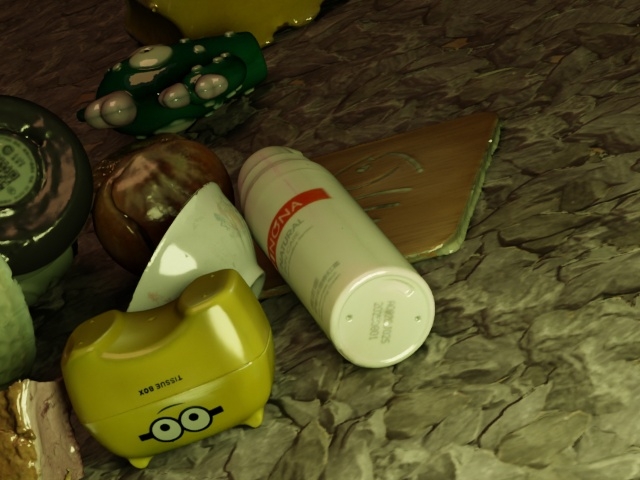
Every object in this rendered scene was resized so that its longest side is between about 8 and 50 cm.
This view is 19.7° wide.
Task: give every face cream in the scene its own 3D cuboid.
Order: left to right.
[{"bbox_3d":[0.000,0.000,1.705,0.102,0.102,0.345,-28,29,-7],"label":"face cream"}]

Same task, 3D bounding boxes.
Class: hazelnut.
[{"bbox_3d":[-0.165,-0.037,1.930,0.154,0.143,0.143,-33,25,-9],"label":"hazelnut"}]

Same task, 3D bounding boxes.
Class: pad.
[{"bbox_3d":[0.034,-0.034,1.875,0.286,0.018,0.284,-13,27,24],"label":"pad"}]

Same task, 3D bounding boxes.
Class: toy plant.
[{"bbox_3d":[-0.189,-0.191,2.295,0.243,0.112,0.232,-14,12,14],"label":"toy plant"}]

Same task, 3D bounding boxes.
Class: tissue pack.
[{"bbox_3d":[-0.126,0.113,1.606,0.178,0.127,0.123,-20,17,9],"label":"tissue pack"}]

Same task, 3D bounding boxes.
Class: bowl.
[{"bbox_3d":[-0.107,0.048,1.726,0.086,0.189,0.189,28,44,9],"label":"bowl"}]

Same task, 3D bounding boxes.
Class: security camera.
[{"bbox_3d":[-0.343,-0.015,1.946,0.191,0.197,0.277,-44,-10,-25],"label":"security camera"}]

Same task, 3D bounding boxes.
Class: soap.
[{"bbox_3d":[-0.131,-0.371,2.565,0.293,0.156,0.335,-33,24,-7],"label":"soap"}]

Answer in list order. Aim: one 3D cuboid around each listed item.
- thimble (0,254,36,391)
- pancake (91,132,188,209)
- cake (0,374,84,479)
[{"bbox_3d":[-0.414,0.080,1.780,0.271,0.271,0.150,2,33,45],"label":"thimble"},{"bbox_3d":[-0.225,-0.084,2.218,0.152,0.025,0.151,-22,24,10],"label":"pancake"},{"bbox_3d":[-0.332,0.219,1.628,0.295,0.113,0.116,-25,-3,24],"label":"cake"}]
